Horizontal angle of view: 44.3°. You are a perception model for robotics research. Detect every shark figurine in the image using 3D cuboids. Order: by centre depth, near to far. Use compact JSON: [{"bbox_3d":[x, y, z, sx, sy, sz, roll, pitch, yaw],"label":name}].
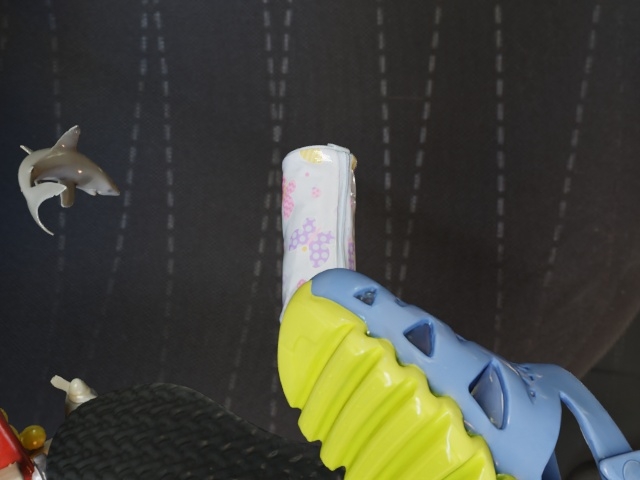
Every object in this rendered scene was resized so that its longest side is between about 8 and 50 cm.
[{"bbox_3d":[-0.407,-0.123,1.220,0.116,0.166,0.278,-50,-176,13],"label":"shark figurine"}]

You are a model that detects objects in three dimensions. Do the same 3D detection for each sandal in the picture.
[{"bbox_3d":[0.113,0.124,0.474,0.138,0.317,0.126,-51,-177,-38],"label":"sandal"},{"bbox_3d":[-0.070,0.245,0.695,0.167,0.446,0.107,-51,138,-40],"label":"sandal"}]

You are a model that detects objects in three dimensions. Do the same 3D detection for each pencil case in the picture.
[{"bbox_3d":[0.000,0.000,1.132,0.124,0.114,0.273,140,-47,-60],"label":"pencil case"}]

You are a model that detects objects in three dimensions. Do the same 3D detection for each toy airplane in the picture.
[{"bbox_3d":[-0.515,0.375,1.257,0.384,0.272,0.386,-47,152,14],"label":"toy airplane"}]
